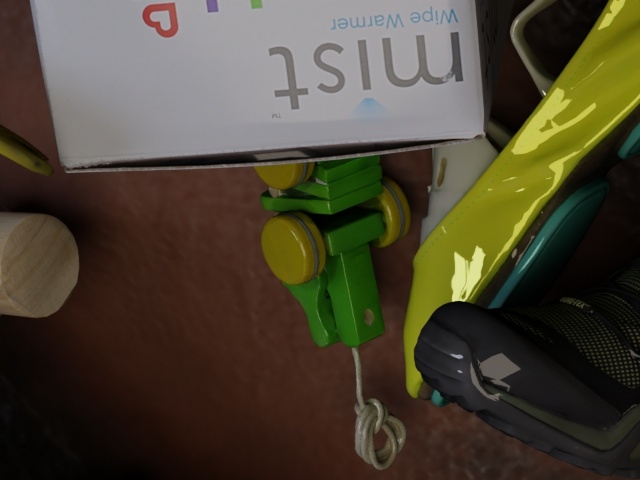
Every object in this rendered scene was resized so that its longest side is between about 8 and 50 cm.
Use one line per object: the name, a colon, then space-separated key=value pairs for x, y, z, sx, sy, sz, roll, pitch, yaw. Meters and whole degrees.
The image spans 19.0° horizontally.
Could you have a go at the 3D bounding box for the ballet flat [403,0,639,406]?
ballet flat: x=0.089 y=-0.043 z=0.725 sx=0.077 sy=0.077 sz=0.231 roll=43 pitch=109 yaw=14

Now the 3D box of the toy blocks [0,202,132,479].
toy blocks: x=-0.259 y=0.118 z=0.780 sx=0.260 sy=0.309 sz=0.288 roll=3 pitch=101 yaw=42

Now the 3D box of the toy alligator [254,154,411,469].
toy alligator: x=0.000 y=0.000 z=0.760 sx=0.051 sy=0.056 sz=0.189 roll=18 pitch=122 yaw=48

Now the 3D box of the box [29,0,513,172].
box: x=-0.012 y=-0.169 z=0.583 sx=0.127 sy=0.262 sz=0.231 roll=-4 pitch=109 yaw=10

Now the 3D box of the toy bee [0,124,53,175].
toy bee: x=-0.171 y=-0.049 z=0.557 sx=0.195 sy=0.162 sz=0.298 roll=52 pitch=121 yaw=13

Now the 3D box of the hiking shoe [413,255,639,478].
hiking shoe: x=0.134 y=0.023 z=0.702 sx=0.227 sy=0.086 sz=0.114 roll=7 pitch=101 yaw=-34
